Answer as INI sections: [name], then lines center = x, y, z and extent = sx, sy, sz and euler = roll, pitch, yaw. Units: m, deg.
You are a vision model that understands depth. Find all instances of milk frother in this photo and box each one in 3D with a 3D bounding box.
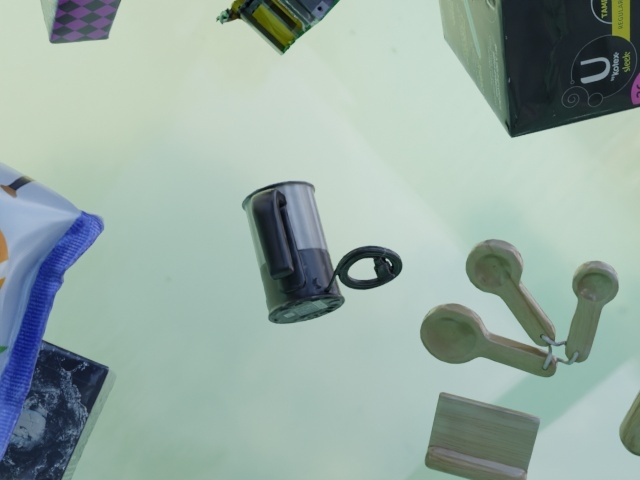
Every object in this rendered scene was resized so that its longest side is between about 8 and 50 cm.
[milk frother]
center = 0.000, 0.000, 1.084
extent = 0.129, 0.143, 0.135
euler = 97, -21, -71

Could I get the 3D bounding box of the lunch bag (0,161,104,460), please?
[lunch bag]
center = -0.366, 0.008, 0.626
extent = 0.328, 0.385, 0.239
euler = 32, 67, -27

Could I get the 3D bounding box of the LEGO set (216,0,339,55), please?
[LEGO set]
center = -0.003, -0.326, 0.857
extent = 0.192, 0.331, 0.255
euler = 42, 8, -10

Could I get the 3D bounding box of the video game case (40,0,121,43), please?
[video game case]
center = -0.125, -0.235, 0.509
extent = 0.042, 0.232, 0.210
euler = -8, 83, -20

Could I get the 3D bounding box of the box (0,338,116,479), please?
[box]
center = -0.279, 0.154, 0.882
extent = 0.156, 0.158, 0.093
euler = 23, -13, -3

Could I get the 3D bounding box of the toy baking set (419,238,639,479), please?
[toy baking set]
center = 0.166, 0.081, 0.541
extent = 0.030, 0.256, 0.197
euler = -60, 135, -58

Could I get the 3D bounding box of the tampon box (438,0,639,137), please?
[tampon box]
center = 0.146, -0.167, 0.696
extent = 0.161, 0.101, 0.120
euler = -108, -176, -54
